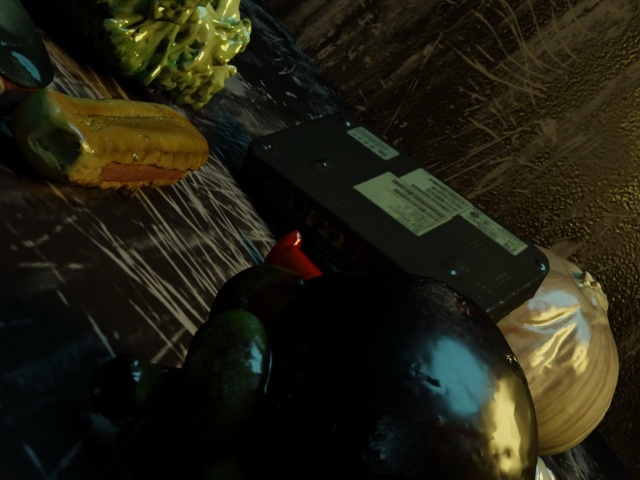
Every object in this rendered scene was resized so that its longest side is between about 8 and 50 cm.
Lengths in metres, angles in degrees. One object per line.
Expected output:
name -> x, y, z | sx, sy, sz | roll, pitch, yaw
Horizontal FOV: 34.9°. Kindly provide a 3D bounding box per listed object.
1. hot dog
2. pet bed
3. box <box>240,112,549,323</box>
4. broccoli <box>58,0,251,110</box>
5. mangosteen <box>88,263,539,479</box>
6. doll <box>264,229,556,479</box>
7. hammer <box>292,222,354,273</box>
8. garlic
hot dog -> -0.159, -0.079, 0.804 | 0.087, 0.061, 0.286 | 52, 11, 8
pet bed -> -0.263, -0.170, 0.697 | 0.201, 0.053, 0.201 | 49, 11, -13
box -> 0.087, -0.026, 1.207 | 0.350, 0.058, 0.211 | 38, 36, 21
broccoli -> -0.133, -0.264, 1.025 | 0.248, 0.246, 0.288 | 57, 13, -28
mangosteen -> -0.006, 0.106, 0.570 | 0.250, 0.211, 0.211 | 16, 22, -14
doll -> 0.088, 0.141, 0.979 | 0.384, 0.099, 0.188 | 50, 7, 36
hammer -> 0.000, 0.000, 1.327 | 0.178, 0.021, 0.065 | 39, 16, -40
garlic -> 0.267, 0.141, 1.347 | 0.317, 0.259, 0.317 | 48, 8, -9
